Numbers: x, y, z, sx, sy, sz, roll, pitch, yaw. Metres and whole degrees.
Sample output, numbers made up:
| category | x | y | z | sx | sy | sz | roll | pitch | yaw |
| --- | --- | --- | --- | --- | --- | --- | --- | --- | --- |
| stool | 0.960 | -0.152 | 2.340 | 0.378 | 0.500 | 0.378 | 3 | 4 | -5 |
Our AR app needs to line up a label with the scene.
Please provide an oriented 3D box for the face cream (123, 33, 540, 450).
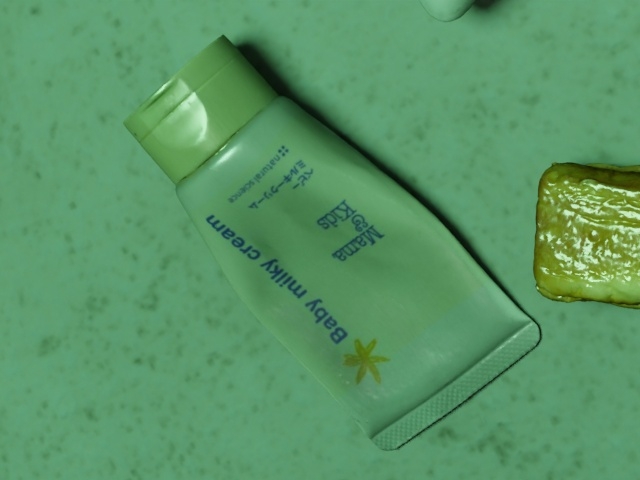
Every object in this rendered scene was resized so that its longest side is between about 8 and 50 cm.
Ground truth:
| category | x | y | z | sx | sy | sz | roll | pitch | yaw |
| --- | --- | --- | --- | --- | --- | --- | --- | --- | --- |
| face cream | 0.000 | 0.000 | 1.017 | 0.114 | 0.070 | 0.224 | -39 | 94 | 25 |

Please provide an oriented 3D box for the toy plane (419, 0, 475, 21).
| category | x | y | z | sx | sy | sz | roll | pitch | yaw |
| --- | --- | --- | --- | --- | --- | --- | --- | --- | --- |
| toy plane | 0.062 | -0.226 | 0.912 | 0.251 | 0.101 | 0.255 | 5 | 104 | 10 |

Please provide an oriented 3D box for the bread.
| category | x | y | z | sx | sy | sz | roll | pitch | yaw |
| --- | --- | --- | --- | --- | --- | --- | --- | --- | --- |
| bread | 0.165 | 0.001 | 0.947 | 0.132 | 0.053 | 0.074 | 6 | 100 | 22 |
